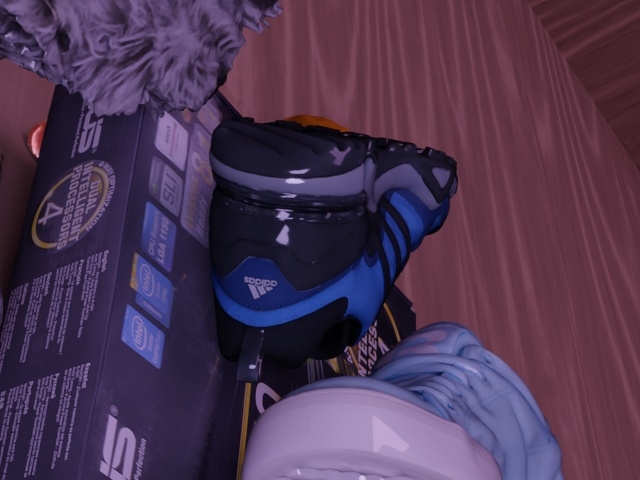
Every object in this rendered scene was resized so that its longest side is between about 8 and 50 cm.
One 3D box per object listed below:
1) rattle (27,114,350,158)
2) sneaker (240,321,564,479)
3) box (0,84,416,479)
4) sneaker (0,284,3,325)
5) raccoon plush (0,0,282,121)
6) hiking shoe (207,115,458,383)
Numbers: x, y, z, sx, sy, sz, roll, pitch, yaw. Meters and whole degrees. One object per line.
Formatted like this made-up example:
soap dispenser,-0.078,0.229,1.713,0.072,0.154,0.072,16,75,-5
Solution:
rattle,-0.082,-0.054,1.030,0.200,0.143,0.130,41,46,-57
sneaker,0.048,0.110,0.851,0.366,0.135,0.150,45,32,-62
box,-0.056,0.121,0.885,0.318,0.097,0.394,45,35,-38
sneaker,-0.198,0.064,0.622,0.182,0.127,0.315,18,47,-59
raccoon plush,-0.210,-0.222,0.765,0.299,0.216,0.446,30,14,37
hiking shoe,0.000,0.000,0.891,0.304,0.113,0.132,-4,106,-70
